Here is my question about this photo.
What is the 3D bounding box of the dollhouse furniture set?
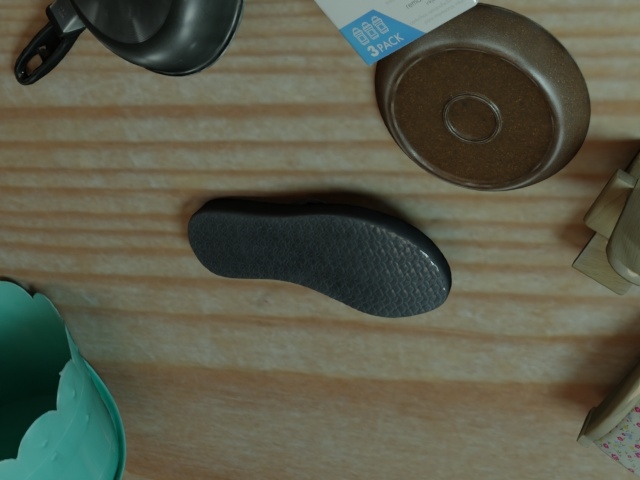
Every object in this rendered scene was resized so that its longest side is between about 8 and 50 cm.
[{"bbox_3d":[0.268,0.158,0.963,0.303,0.174,0.355,32,134,6],"label":"dollhouse furniture set"}]

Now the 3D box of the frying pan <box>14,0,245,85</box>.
[{"bbox_3d":[-0.180,-0.214,0.950,0.326,0.053,0.197,3,113,42],"label":"frying pan"}]

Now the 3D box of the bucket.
[{"bbox_3d":[-0.343,0.201,1.274,0.281,0.281,0.183,3,139,24],"label":"bucket"}]

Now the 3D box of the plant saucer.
[{"bbox_3d":[0.116,-0.098,0.939,0.168,0.029,0.168,15,135,15],"label":"plant saucer"}]

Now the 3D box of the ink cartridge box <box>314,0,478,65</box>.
[{"bbox_3d":[0.022,-0.221,0.849,0.104,0.061,0.181,-26,114,40],"label":"ink cartridge box"}]

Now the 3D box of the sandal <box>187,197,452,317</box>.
[{"bbox_3d":[-0.001,-0.001,1.078,0.254,0.054,0.097,13,127,29],"label":"sandal"}]
